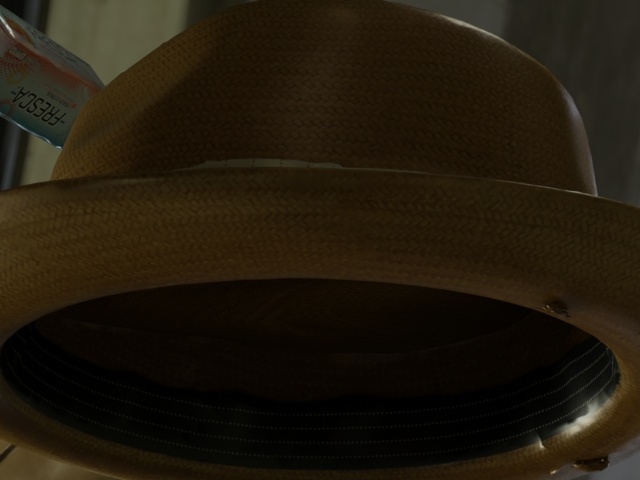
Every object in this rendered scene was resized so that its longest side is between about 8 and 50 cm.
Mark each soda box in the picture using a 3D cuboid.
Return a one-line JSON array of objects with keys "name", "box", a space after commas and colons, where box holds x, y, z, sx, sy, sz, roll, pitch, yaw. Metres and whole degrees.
[{"name": "soda box", "box": [-0.230, -0.128, 1.540, 0.063, 0.058, 0.183, -41, -24, 7]}]

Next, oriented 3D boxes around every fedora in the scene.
[{"name": "fedora", "box": [0.000, 0.000, 0.439, 0.194, 0.194, 0.079, 50, -142, -56]}]

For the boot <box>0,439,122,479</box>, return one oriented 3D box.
[{"name": "boot", "box": [-0.217, 0.148, 1.499, 0.089, 0.269, 0.236, 26, -141, -37]}]
